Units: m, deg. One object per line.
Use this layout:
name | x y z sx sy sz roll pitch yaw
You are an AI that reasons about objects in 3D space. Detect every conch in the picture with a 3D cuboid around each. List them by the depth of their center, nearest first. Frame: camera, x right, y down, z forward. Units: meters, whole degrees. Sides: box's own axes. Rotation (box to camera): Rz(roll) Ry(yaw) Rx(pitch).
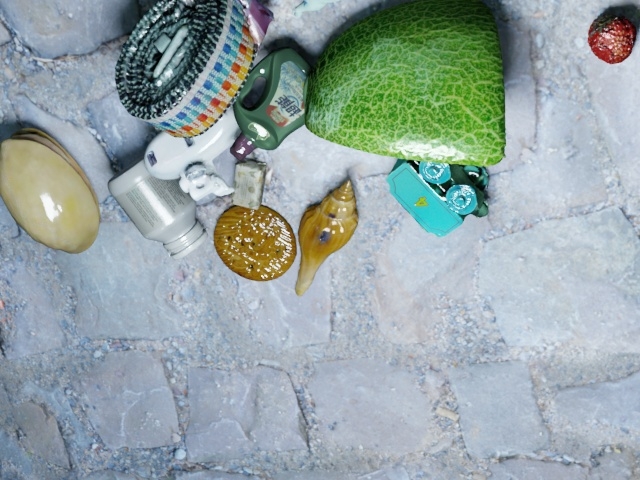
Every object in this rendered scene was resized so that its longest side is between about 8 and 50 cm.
conch | -0.001 0.003 1.908 0.109 0.093 0.330 23 122 -4

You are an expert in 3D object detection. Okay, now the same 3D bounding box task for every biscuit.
biscuit | -0.141 0.007 1.991 0.188 0.027 0.187 7 118 13

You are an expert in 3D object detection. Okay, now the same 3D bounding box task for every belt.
belt | -0.238 -0.337 1.724 0.207 0.160 0.295 28 89 31

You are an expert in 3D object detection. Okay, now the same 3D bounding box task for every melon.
melon | 0.138 -0.259 1.636 0.344 0.226 0.331 -4 77 2

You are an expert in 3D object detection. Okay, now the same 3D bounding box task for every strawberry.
strawberry | 0.498 -0.343 1.587 0.083 0.083 0.096 -24 137 26

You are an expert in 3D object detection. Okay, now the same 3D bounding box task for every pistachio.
pistachio | -0.587 -0.099 1.993 0.182 0.162 0.293 -23 105 8

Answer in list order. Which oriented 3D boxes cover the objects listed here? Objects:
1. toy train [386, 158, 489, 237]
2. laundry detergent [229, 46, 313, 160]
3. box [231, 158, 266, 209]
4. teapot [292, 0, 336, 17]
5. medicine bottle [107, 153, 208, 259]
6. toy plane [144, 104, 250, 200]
toy train | 0.226 -0.104 1.780 0.198 0.107 0.154 47 128 -10
laundry detergent | -0.100 -0.251 1.755 0.221 0.078 0.144 -45 106 -1
box | -0.148 -0.117 1.916 0.062 0.045 0.098 13 119 9
teapot | -0.012 -0.505 1.624 0.159 0.159 0.231 9 106 12
medicine bottle | -0.333 -0.070 1.944 0.135 0.135 0.215 -28 107 27
toy plane | -0.237 -0.197 1.836 0.245 0.117 0.244 -2 83 17
